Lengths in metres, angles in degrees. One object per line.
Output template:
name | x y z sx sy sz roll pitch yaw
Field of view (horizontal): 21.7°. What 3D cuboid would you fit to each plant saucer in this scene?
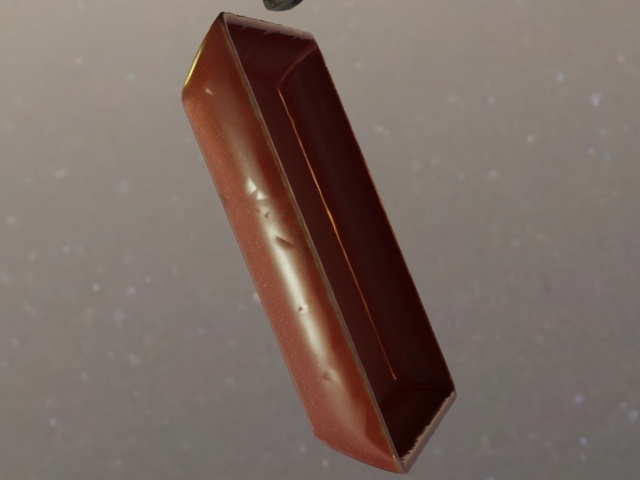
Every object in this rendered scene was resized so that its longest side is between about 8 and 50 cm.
plant saucer | 0.000 0.000 0.982 0.047 0.259 0.258 -23 180 12

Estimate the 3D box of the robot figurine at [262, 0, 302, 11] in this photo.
robot figurine | -0.006 -0.315 1.241 0.085 0.291 0.211 -3 -136 -33
